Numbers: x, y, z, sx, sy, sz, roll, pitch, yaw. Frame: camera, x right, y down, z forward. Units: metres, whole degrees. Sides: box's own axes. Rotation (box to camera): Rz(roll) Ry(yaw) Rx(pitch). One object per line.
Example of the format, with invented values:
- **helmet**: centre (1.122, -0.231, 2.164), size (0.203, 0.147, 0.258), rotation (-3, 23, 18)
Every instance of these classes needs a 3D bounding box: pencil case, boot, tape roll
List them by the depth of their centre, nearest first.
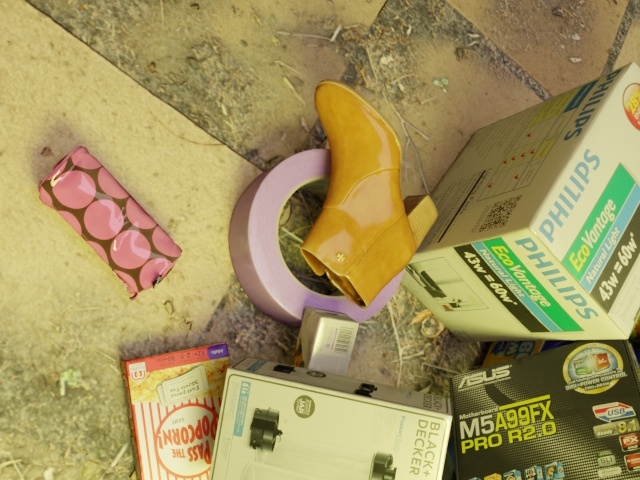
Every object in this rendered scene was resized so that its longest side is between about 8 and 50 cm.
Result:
- **pencil case**: centre (-0.287, -0.022, 0.918), size (0.098, 0.095, 0.209), rotation (-43, 100, -10)
- **boot**: centre (0.036, -0.064, 0.979), size (0.211, 0.104, 0.295), rotation (-46, 107, -25)
- **tape roll**: centre (0.000, 0.000, 1.060), size (0.274, 0.090, 0.275), rotation (4, 81, -27)

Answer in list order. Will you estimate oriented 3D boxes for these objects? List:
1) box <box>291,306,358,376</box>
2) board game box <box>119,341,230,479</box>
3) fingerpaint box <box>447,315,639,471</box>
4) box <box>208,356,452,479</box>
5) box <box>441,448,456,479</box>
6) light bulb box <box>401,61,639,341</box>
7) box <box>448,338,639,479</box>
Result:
- **box**: centre (-0.022, 0.258, 0.970), size (0.067, 0.063, 0.324), rotation (12, 95, -23)
- **board game box**: centre (-0.191, 0.251, 0.946), size (0.146, 0.045, 0.194), rotation (-8, 86, -28)
- **fingerpaint box**: centre (0.443, 0.240, 1.084), size (0.163, 0.371, 0.445), rotation (41, 67, -25)
- **box**: centre (0.014, 0.263, 0.874), size (0.289, 0.087, 0.169), rotation (11, 91, 9)
- **box**: centre (0.128, 0.405, 1.009), size (0.103, 0.184, 0.261), rotation (-17, 90, -30)
- **light bulb box**: centre (0.353, -0.040, 1.093), size (0.225, 0.361, 0.358), rotation (44, 66, -14)
- **box**: centre (0.319, 0.260, 0.941), size (0.060, 0.270, 0.216), rotation (50, 31, -35)
